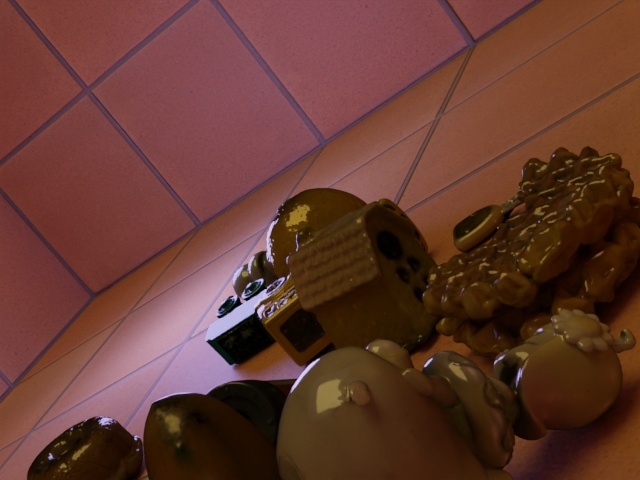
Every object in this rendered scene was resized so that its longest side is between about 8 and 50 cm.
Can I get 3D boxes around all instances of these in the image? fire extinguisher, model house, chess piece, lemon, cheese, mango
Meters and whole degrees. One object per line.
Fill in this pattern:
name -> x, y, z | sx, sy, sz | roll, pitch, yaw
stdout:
fire extinguisher -> -0.065, 0.258, 1.381 | 0.200, 0.113, 0.376 | -28, -15, 17
model house -> 0.068, 0.063, 1.606 | 0.193, 0.234, 0.175 | -29, 15, 43
chess piece -> -0.109, 0.063, 2.379 | 0.243, 0.133, 0.133 | -38, 11, 33
lemon -> 0.000, 0.000, 2.044 | 0.240, 0.219, 0.240 | -39, 16, 13
cheese -> 0.303, -0.041, 1.760 | 0.162, 0.036, 0.086 | -35, 15, 19
mango -> -0.089, 0.309, 1.079 | 0.173, 0.317, 0.211 | -28, -17, 2

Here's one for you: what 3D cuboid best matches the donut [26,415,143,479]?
donut -> -0.464, 0.444, 1.996 | 0.261, 0.128, 0.208 | -22, 20, 47

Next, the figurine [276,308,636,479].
figurine -> 0.161, 0.197, 1.023 | 0.394, 0.274, 0.226 | -20, -33, -20

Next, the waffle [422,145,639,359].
waffle -> 0.295, 0.017, 1.336 | 0.324, 0.151, 0.261 | -48, 20, -23

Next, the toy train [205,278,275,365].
toy train -> -0.151, 0.172, 2.131 | 0.198, 0.107, 0.154 | -33, 21, 21

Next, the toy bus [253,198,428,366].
toy bus -> 0.045, 0.074, 1.834 | 0.330, 0.144, 0.152 | -40, 13, 1
